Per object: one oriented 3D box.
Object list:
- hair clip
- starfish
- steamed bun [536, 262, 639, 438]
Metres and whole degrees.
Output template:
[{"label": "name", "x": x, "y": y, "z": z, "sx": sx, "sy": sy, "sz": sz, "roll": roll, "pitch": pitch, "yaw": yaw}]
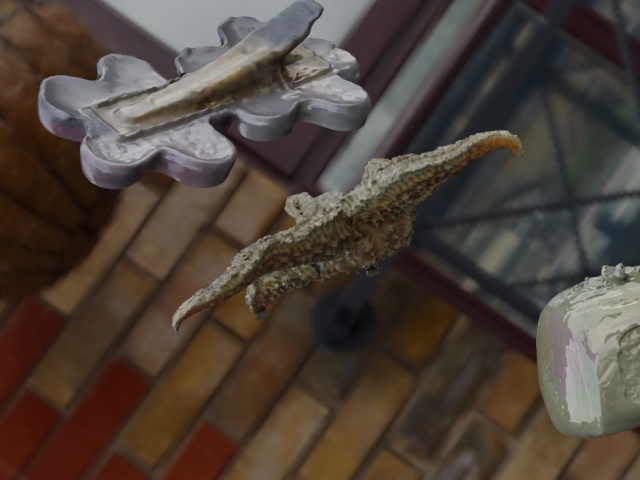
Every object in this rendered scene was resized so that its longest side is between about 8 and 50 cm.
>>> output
[{"label": "hair clip", "x": -0.071, "y": -0.100, "z": 1.228, "sx": 0.257, "sy": 0.146, "sz": 0.075, "roll": -29, "pitch": -33, "yaw": -34}, {"label": "starfish", "x": 0.005, "y": 0.001, "z": 1.502, "sx": 0.301, "sy": 0.084, "sz": 0.293, "roll": -35, "pitch": 5, "yaw": -7}, {"label": "steamed bun", "x": 0.286, "y": 0.098, "z": 1.729, "sx": 0.170, "sy": 0.153, "sz": 0.238, "roll": -18, "pitch": 0, "yaw": -5}]
